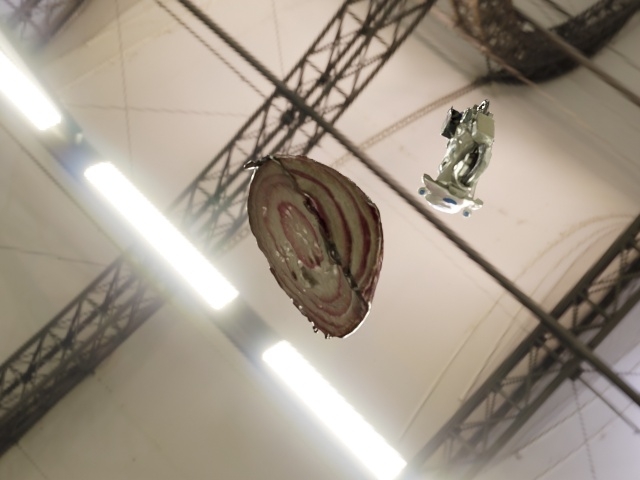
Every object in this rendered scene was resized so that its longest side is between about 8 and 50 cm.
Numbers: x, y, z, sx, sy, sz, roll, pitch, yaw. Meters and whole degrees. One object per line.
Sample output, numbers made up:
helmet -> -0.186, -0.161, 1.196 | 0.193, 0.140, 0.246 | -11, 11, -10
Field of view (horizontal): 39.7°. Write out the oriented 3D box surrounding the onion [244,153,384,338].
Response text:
onion -> 0.000, 0.000, 1.460 | 0.146, 0.280, 0.314 | -30, -100, -25

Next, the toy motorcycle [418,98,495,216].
toy motorcycle -> 0.217, -0.125, 1.355 | 0.102, 0.150, 0.221 | 25, -144, -5
